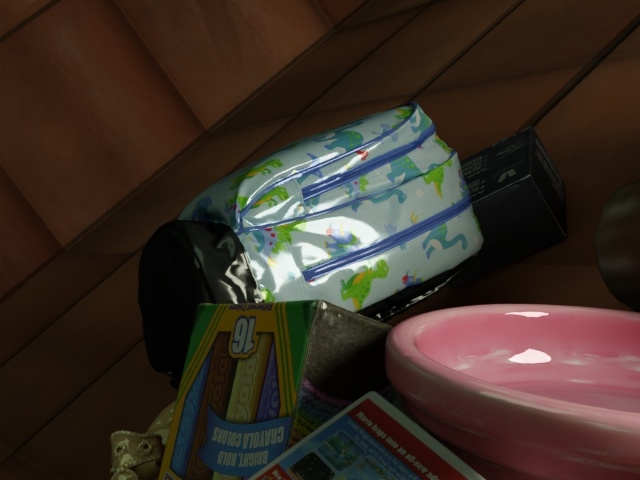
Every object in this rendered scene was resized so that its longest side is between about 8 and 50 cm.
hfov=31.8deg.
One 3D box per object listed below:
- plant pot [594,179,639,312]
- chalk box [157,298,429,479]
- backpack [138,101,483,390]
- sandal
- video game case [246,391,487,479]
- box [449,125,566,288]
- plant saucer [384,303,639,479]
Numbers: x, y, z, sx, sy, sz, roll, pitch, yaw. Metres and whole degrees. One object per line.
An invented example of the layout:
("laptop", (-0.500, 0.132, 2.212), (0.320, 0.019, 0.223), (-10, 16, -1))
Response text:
("plant pot", (0.333, 0.000, 0.960), (0.167, 0.167, 0.165), (-43, 12, -23))
("chalk box", (-0.016, 0.209, 0.904), (0.179, 0.180, 0.289), (-4, 69, 54))
("backpack", (0.000, 0.000, 1.180), (0.355, 0.273, 0.290), (-7, -6, -22))
("sandal", (-0.229, 0.260, 1.393), (0.088, 0.079, 0.240), (-26, 20, 26))
("video game case", (-0.033, 0.212, 0.656), (0.285, 0.025, 0.204), (-34, 25, -13))
("box", (0.208, -0.042, 1.367), (0.156, 0.093, 0.158), (-27, 19, 22))
("plant saucer", (0.208, 0.116, 0.772), (0.332, 0.084, 0.332), (4, 9, -1))
